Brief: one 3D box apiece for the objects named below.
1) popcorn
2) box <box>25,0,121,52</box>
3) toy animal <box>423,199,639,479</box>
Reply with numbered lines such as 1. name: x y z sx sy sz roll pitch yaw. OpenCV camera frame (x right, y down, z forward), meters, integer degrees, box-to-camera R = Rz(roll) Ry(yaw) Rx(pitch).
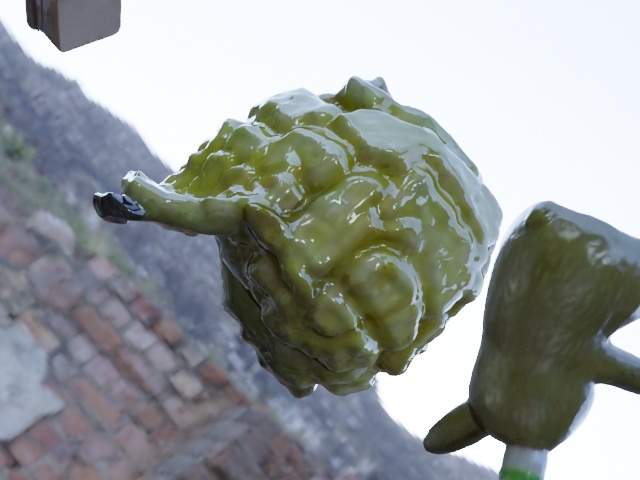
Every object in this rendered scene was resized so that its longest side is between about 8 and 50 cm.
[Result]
1. popcorn: 0.006 -0.006 1.128 0.293 0.237 0.293 31 -22 14
2. box: -0.242 -0.249 1.351 0.062 0.089 0.122 53 -28 26
3. toy animal: 0.242 0.136 1.468 0.181 0.180 0.363 26 -73 44
